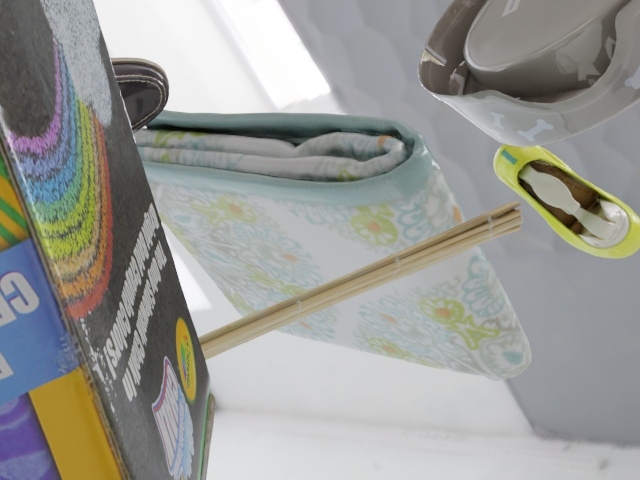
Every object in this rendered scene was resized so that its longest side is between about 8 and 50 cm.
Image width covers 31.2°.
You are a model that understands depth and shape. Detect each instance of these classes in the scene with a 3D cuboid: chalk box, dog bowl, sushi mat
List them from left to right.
[{"bbox_3d":[-0.146,0.043,0.401,0.179,0.288,0.180,-13,-162,3],"label":"chalk box"},{"bbox_3d":[-0.035,0.052,0.715,0.317,0.019,0.151,-22,176,-19],"label":"sushi mat"},{"bbox_3d":[0.269,-0.238,1.186,0.349,0.102,0.348,-36,-156,19],"label":"dog bowl"}]

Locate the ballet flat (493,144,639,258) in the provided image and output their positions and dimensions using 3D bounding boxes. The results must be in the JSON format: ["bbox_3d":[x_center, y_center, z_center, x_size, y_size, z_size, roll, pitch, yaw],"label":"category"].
[{"bbox_3d":[0.299,-0.038,1.342,0.077,0.231,0.077,-54,-162,9],"label":"ballet flat"}]

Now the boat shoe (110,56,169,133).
[{"bbox_3d":[-0.205,-0.076,0.869,0.206,0.075,0.065,-22,-141,-13],"label":"boat shoe"}]

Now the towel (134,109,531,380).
[{"bbox_3d":[0.000,0.000,1.143,0.375,0.320,0.090,9,-120,38],"label":"towel"}]
